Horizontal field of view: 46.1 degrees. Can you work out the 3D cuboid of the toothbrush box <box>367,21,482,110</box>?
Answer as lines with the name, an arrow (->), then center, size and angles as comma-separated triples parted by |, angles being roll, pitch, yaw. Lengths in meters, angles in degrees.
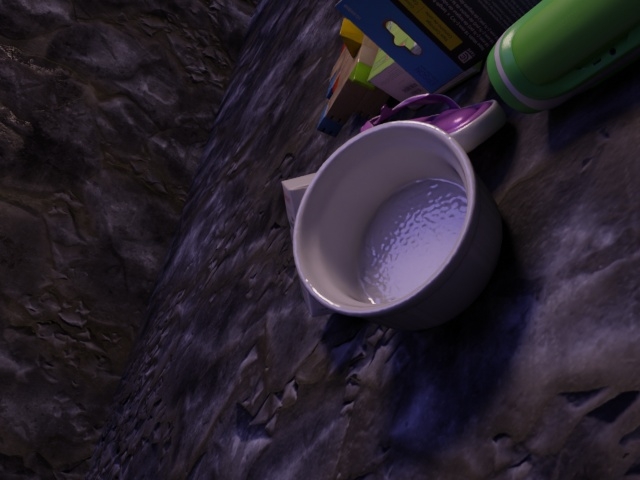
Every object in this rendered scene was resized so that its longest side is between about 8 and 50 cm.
toothbrush box -> 0.224, -0.417, 1.403 | 0.206, 0.122, 0.283 | -24, 44, 60

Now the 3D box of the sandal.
sandal -> 0.150, -0.194, 1.258 | 0.169, 0.102, 0.416 | -38, 16, -25

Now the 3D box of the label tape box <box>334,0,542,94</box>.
label tape box -> 0.223, -0.409, 1.144 | 0.333, 0.240, 0.106 | -30, 38, 38

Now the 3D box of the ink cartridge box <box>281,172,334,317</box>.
ink cartridge box -> 0.000, 0.000, 1.279 | 0.160, 0.092, 0.219 | -132, 31, -78

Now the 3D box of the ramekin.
ramekin -> 0.110, -0.010, 1.026 | 0.277, 0.135, 0.277 | -18, 58, 31

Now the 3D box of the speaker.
speaker -> 0.346, -0.274, 0.926 | 0.296, 0.131, 0.131 | -34, 34, 52

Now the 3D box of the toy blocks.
toy blocks -> 0.100, -0.393, 1.639 | 0.261, 0.190, 0.381 | 128, 159, -57
